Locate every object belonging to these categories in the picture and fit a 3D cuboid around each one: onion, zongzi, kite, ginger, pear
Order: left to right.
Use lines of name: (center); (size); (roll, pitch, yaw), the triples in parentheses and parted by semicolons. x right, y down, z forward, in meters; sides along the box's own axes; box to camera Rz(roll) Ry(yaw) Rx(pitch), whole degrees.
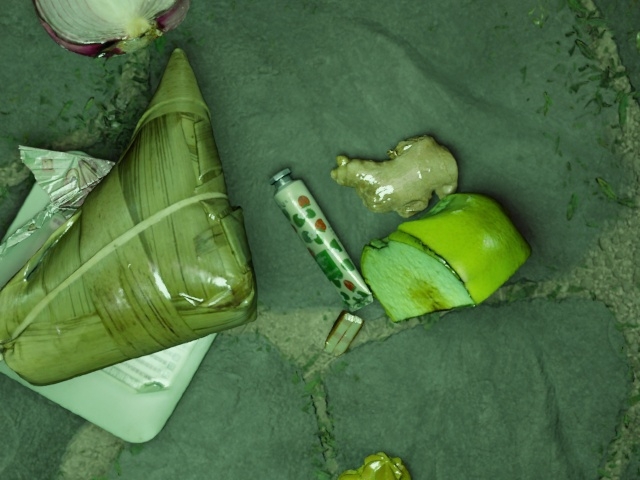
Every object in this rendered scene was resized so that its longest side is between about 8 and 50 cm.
kite: (-0.432, -0.056, 1.686); (0.250, 0.012, 0.229); (-37, 92, -7)
zongzi: (-0.375, -0.022, 1.636); (0.500, 0.218, 0.467); (-19, 69, 3)
onion: (-0.374, -0.462, 1.730); (0.267, 0.159, 0.348); (-26, 85, -15)
ginger: (0.131, -0.105, 1.803); (0.213, 0.074, 0.137); (-15, 82, -8)
pear: (0.223, 0.006, 1.727); (0.292, 0.292, 0.159); (-29, 93, -3)

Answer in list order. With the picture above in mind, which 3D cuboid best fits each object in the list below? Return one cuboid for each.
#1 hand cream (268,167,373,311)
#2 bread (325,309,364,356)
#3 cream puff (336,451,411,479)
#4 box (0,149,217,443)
hand cream: (0.000, 0.000, 1.794); (0.059, 0.095, 0.276); (-32, 88, -29)
bread: (0.046, 0.151, 1.811); (0.043, 0.062, 0.109); (28, 131, -1)
cream puff: (0.096, 0.438, 1.778); (0.156, 0.121, 0.156); (0, 87, 1)
box: (-0.363, 0.097, 1.754); (0.396, 0.111, 0.396); (31, 89, -3)
